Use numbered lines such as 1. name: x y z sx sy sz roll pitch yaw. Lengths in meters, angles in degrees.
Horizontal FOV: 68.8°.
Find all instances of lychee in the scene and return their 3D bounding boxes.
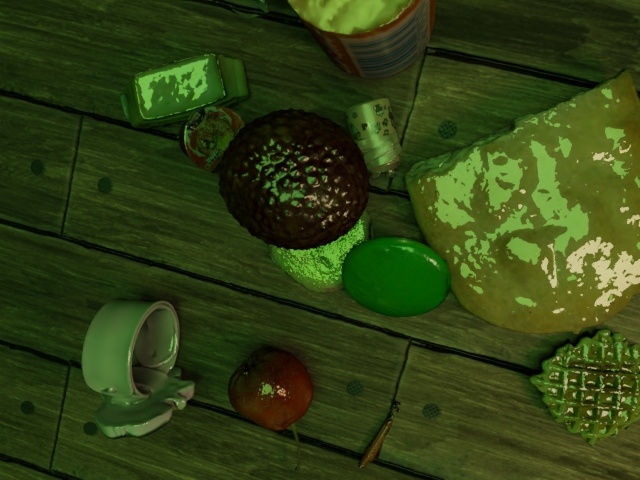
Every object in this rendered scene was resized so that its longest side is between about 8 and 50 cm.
1. lychee: -0.043 -0.108 0.831 0.261 0.260 0.260 1 96 8

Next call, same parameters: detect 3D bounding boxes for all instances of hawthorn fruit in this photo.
1. hawthorn fruit: -0.072 0.357 0.964 0.165 0.165 0.285 -24 102 10

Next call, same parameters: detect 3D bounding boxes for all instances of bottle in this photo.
1. bottle: 0.106 -0.190 0.903 0.099 0.099 0.152 -14 97 9

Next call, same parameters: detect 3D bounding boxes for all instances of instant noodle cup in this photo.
1. instant noodle cup: -0.221 -0.197 0.913 0.127 0.136 0.127 -7 105 -29

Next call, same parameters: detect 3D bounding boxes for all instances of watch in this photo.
1. watch: -0.362 0.240 0.936 0.196 0.244 0.231 5 104 8

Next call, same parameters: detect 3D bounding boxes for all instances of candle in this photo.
1. candle: 0.130 0.414 0.997 0.026 0.021 0.167 27 98 -5

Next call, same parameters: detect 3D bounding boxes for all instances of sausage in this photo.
1. sausage: 0.079 -0.415 0.785 0.233 0.287 0.232 2 98 14

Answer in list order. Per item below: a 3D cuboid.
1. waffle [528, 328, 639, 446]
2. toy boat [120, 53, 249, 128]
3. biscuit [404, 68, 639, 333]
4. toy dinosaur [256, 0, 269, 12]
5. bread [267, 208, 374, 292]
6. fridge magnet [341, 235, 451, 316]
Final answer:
1. waffle: 0.539 0.282 0.908 0.214 0.054 0.207 -40 86 4
2. toy boat: -0.288 -0.302 0.951 0.277 0.084 0.111 -11 96 8
3. biscuit: 0.405 -0.036 0.870 0.430 0.104 0.445 -16 93 9
4. toy dinosaur: -0.097 -0.520 0.859 0.393 0.092 0.205 6 78 44
5. bread: 0.000 0.000 0.966 0.229 0.033 0.228 1 97 6
6. fridge magnet: 0.143 0.070 0.896 0.208 0.088 0.208 9 132 10
